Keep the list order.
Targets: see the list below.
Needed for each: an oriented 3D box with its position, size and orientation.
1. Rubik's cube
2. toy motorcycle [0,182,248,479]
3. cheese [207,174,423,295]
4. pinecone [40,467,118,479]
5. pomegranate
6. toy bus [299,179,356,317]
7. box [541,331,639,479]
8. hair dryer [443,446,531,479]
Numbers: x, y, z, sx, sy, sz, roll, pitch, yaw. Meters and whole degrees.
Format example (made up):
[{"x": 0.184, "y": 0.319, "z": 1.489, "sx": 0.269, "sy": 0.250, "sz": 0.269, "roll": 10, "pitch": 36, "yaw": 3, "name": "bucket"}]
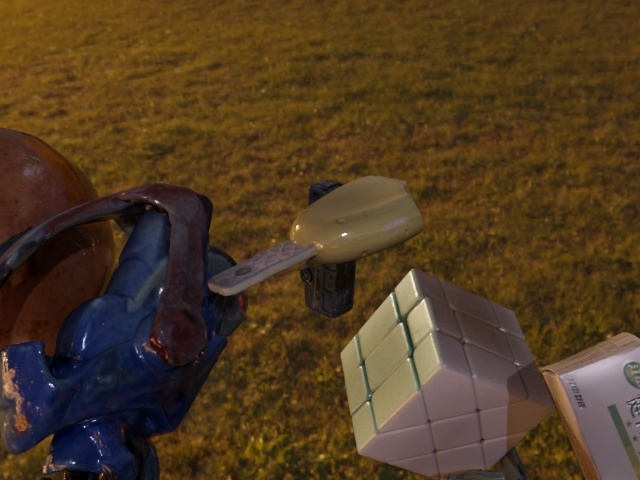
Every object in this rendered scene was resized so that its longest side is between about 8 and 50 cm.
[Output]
[{"x": 0.270, "y": 0.311, "z": 1.840, "sx": 0.319, "sy": 0.321, "sz": 0.315, "roll": 24, "pitch": 30, "yaw": -23, "name": "Rubik's cube"}, {"x": -0.216, "y": 0.095, "z": 0.809, "sx": 0.241, "sy": 0.182, "sz": 0.319, "roll": 24, "pitch": 55, "yaw": 1, "name": "toy motorcycle"}, {"x": 0.000, "y": 0.000, "z": 0.827, "sx": 0.255, "sy": 0.050, "sz": 0.127, "roll": -28, "pitch": 28, "yaw": -35, "name": "cheese"}, {"x": -0.144, "y": 0.189, "z": 0.439, "sx": 0.121, "sy": 0.140, "sz": 0.140, "roll": 20, "pitch": 26, "yaw": -7, "name": "pinecone"}, {"x": -0.398, "y": 0.040, "z": 0.916, "sx": 0.338, "sy": 0.338, "sz": 0.338, "roll": -5, "pitch": 27, "yaw": 3, "name": "pomegranate"}, {"x": 0.013, "y": 0.011, "z": 1.001, "sx": 0.065, "sy": 0.165, "sz": 0.047, "roll": 23, "pitch": 31, "yaw": 36, "name": "toy bus"}, {"x": 0.548, "y": 0.351, "z": 1.483, "sx": 0.173, "sy": 0.332, "sz": 0.145, "roll": -21, "pitch": -7, "yaw": 0, "name": "box"}, {"x": 0.363, "y": 0.482, "z": 1.785, "sx": 0.199, "sy": 0.067, "sz": 0.167, "roll": 17, "pitch": 40, "yaw": -4, "name": "hair dryer"}]
